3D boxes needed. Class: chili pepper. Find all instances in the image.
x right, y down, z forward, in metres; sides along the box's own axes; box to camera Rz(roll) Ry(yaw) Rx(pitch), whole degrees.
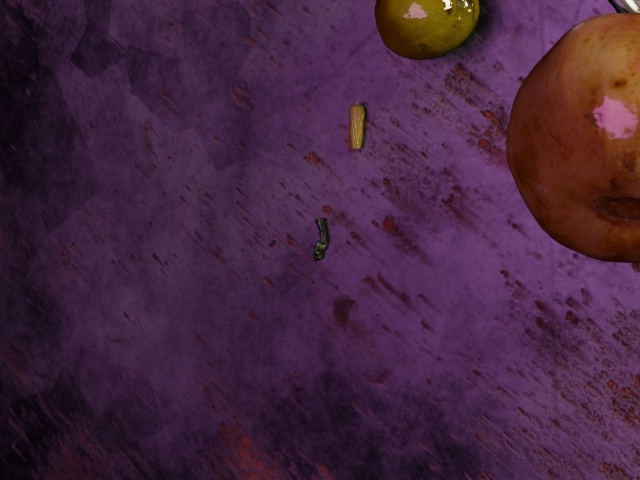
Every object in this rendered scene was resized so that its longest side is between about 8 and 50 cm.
[{"bbox_3d":[0.000,0.000,1.668,0.027,0.022,0.083,4,101,2],"label":"chili pepper"}]

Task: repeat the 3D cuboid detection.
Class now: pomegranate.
[{"bbox_3d":[0.409,-0.143,1.185,0.338,0.338,0.338,6,101,35],"label":"pomegranate"}]

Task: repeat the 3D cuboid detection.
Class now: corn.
[{"bbox_3d":[0.062,-0.200,1.587,0.027,0.028,0.083,10,106,29],"label":"corn"}]

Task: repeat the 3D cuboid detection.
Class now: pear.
[{"bbox_3d":[0.162,-0.355,1.418,0.162,0.149,0.149,-3,95,40],"label":"pear"}]

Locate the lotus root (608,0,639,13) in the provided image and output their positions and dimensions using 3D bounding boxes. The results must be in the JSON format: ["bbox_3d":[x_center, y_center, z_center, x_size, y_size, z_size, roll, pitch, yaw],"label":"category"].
[{"bbox_3d":[0.468,-0.392,1.235,0.183,0.078,0.203,-8,100,23],"label":"lotus root"}]
